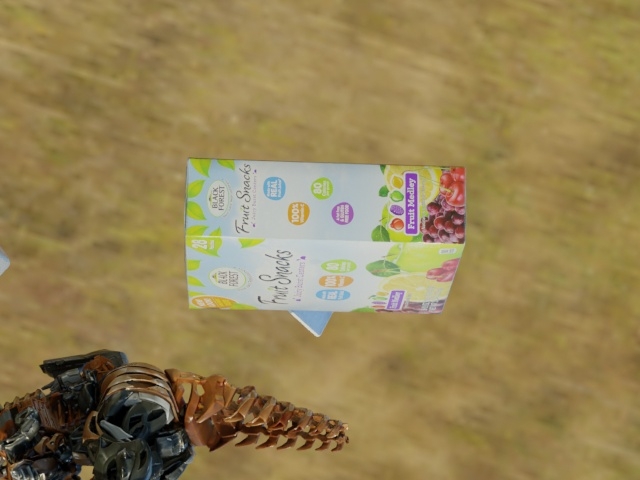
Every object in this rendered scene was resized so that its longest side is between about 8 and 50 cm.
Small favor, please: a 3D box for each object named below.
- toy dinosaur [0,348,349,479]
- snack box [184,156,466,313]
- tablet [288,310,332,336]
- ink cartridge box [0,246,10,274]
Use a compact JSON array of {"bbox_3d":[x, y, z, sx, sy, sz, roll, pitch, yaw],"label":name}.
[{"bbox_3d":[-0.152,0.160,1.472,0.164,0.322,0.218,45,34,-37],"label":"toy dinosaur"},{"bbox_3d":[0.000,0.000,1.495,0.174,0.207,0.070,96,-3,-70],"label":"snack box"},{"bbox_3d":[-0.008,0.042,1.623,0.054,0.006,0.083,-62,145,-12],"label":"tablet"},{"bbox_3d":[-0.480,-0.125,1.839,0.091,0.385,0.308,-41,159,2],"label":"ink cartridge box"}]
